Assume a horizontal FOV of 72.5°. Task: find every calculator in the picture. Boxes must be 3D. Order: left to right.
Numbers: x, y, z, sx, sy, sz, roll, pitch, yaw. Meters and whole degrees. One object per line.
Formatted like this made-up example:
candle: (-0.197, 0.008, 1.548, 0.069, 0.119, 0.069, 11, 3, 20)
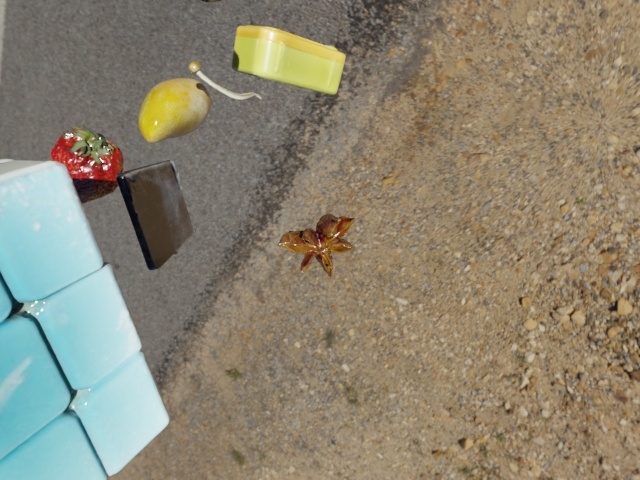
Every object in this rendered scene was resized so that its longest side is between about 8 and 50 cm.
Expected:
calculator: (-0.278, -0.055, 0.768, 0.021, 0.261, 0.161, -13, 104, 1)

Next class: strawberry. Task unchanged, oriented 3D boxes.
strawberry: (-0.475, -0.152, 0.897, 0.131, 0.131, 0.148, 47, 142, 14)

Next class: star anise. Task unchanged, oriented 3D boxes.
star anise: (0.004, -0.001, 1.169, 0.196, 0.212, 0.111, -41, 36, 26)

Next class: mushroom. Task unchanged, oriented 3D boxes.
mushroom: (-0.321, -0.533, 1.521, 0.043, 0.306, 0.068, 8, 85, 44)

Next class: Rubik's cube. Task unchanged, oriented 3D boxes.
Rubik's cube: (-0.395, 0.118, 0.395, 0.319, 0.322, 0.315, 7, 118, 32)

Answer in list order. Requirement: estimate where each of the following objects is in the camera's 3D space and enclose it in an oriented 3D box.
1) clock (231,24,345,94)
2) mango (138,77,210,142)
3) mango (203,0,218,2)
clock: (-0.064, -0.365, 0.887, 0.143, 0.202, 0.096, 36, 119, 44)
mango: (-0.552, -0.486, 1.639, 0.199, 0.384, 0.221, 38, 133, -12)
mango: (-0.137, -0.328, 0.475, 0.098, 0.190, 0.075, 38, 82, 1)
